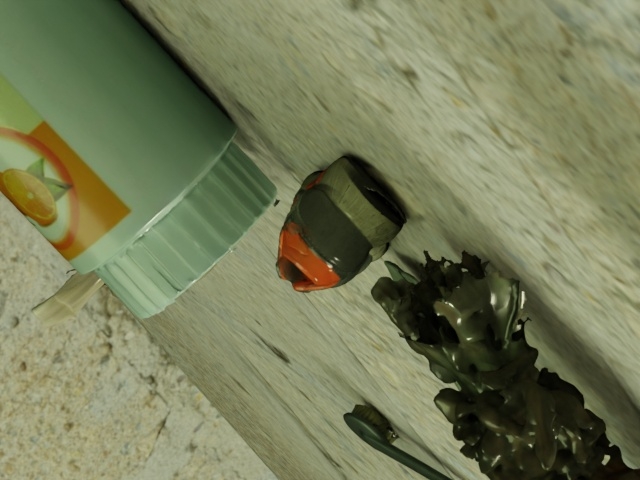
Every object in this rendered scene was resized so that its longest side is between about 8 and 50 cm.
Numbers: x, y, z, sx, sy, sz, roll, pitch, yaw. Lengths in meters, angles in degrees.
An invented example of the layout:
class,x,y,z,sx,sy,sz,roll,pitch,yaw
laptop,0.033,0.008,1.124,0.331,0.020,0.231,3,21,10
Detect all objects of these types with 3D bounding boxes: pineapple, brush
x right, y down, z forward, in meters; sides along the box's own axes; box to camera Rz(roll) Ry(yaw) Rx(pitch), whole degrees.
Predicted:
class,x,y,z,sx,sy,sz,roll,pitch,yaw
pineapple,0.147,0.166,1.154,0.361,0.175,0.175,55,169,-3
brush,0.112,0.223,1.868,0.266,0.027,0.062,28,161,48

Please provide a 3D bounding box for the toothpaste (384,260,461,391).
class,x,y,z,sx,sy,sz,roll,pitch,yaw
toothpaste,0.113,0.099,1.329,0.218,0.041,0.064,54,173,-22

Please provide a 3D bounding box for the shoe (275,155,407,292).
class,x,y,z,sx,sy,sz,roll,pitch,yaw
shoe,0.000,0.000,1.266,0.074,0.077,0.194,45,170,1

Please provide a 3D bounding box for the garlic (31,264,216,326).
class,x,y,z,sx,sy,sz,roll,pitch,yaw
garlic,-0.162,0.009,1.667,0.131,0.194,0.127,41,180,-9

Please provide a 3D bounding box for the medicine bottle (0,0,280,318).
class,x,y,z,sx,sy,sz,roll,pitch,yaw
medicine bottle,-0.184,-0.101,1.379,0.318,0.158,0.158,47,170,-9
